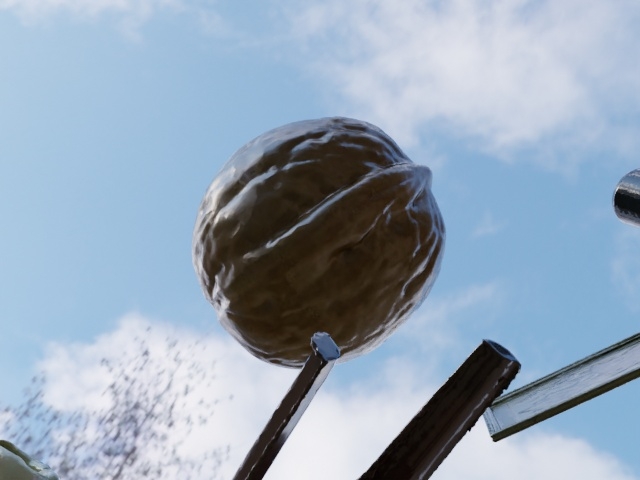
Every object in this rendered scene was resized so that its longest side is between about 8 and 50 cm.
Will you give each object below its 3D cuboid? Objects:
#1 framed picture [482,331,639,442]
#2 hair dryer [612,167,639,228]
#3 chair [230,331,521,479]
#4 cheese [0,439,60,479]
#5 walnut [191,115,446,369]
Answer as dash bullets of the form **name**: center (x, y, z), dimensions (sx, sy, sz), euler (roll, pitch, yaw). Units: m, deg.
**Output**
- **framed picture**: center (0.231, 0.094, 0.697), dimensions (0.231, 0.173, 0.010), euler (-26, -97, 4)
- **hair dryer**: center (0.460, -0.067, 1.047), dimensions (0.219, 0.124, 0.072), euler (-24, -64, -16)
- **chair**: center (0.008, 0.228, 0.458), dimensions (0.326, 0.175, 0.183), euler (-53, -126, 21)
- **cheese**: center (-0.279, 0.260, 0.667), dimensions (0.137, 0.227, 0.064), euler (11, -22, 39)
- **walnut**: center (0.000, 0.000, 1.149), dimensions (0.332, 0.333, 0.333), euler (7, -60, 13)
